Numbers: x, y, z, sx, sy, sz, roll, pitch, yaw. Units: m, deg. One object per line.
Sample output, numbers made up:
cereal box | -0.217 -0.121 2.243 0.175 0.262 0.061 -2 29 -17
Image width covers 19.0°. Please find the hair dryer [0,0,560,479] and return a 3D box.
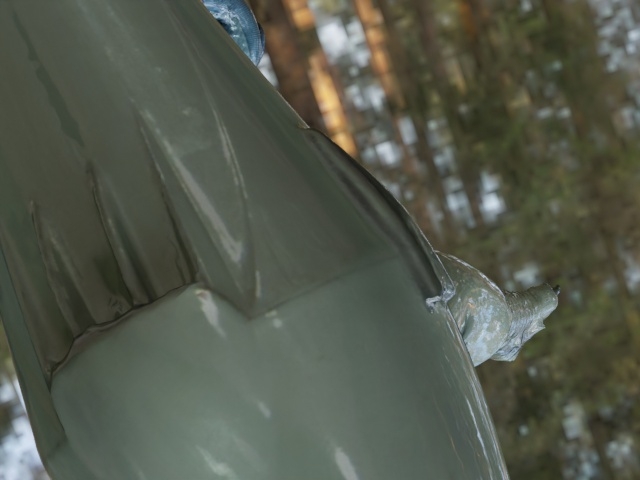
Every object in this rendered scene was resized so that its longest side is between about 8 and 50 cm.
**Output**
hair dryer | -0.022 -0.026 0.457 0.092 0.229 0.267 -32 -171 16

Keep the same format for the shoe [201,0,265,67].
shoe | -0.069 -0.108 0.821 0.091 0.106 0.207 -22 -164 47
